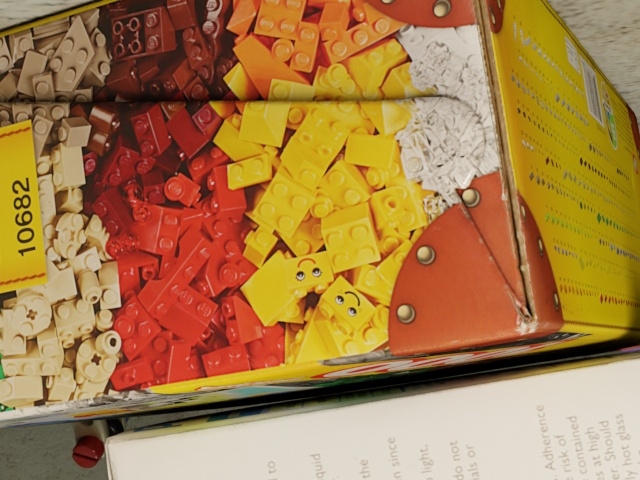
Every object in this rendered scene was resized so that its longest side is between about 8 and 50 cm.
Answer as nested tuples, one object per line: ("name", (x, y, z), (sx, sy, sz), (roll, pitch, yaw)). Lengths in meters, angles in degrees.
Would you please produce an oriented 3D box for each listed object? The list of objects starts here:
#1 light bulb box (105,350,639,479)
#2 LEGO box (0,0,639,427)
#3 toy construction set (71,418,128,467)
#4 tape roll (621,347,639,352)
("light bulb box", (0.077, 0.208, 0.793), (0.361, 0.225, 0.358), (-9, 172, 0))
("LEGO box", (0.000, 0.000, 0.756), (0.373, 0.193, 0.500), (-12, 171, 22))
("toy construction set", (-0.359, 0.139, 1.414), (0.309, 0.257, 0.237), (-22, 142, -52))
("tape roll", (0.297, 0.004, 1.062), (0.080, 0.188, 0.189), (-9, 171, 14))
